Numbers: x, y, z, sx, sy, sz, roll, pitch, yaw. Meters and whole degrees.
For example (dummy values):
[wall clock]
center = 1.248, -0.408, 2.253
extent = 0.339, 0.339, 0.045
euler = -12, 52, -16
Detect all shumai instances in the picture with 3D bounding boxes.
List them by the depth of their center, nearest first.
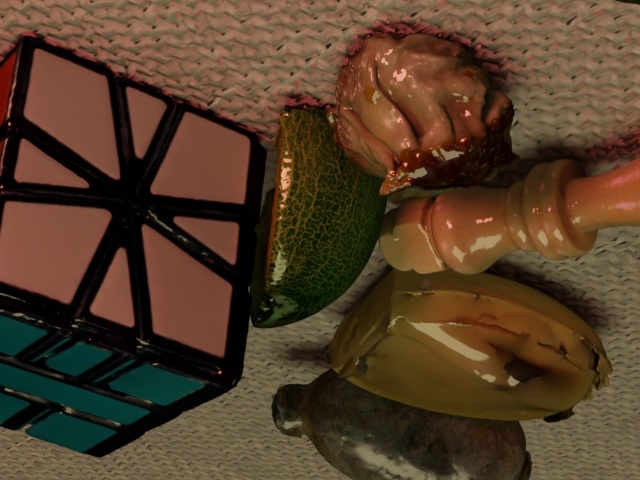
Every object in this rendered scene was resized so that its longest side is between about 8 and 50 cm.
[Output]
[shumai]
center = 0.090, -0.088, 1.592
extent = 0.184, 0.142, 0.184
euler = 4, 149, 2

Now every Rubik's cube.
[Rubik's cube]
center = -0.248, 0.018, 1.705
extent = 0.288, 0.294, 0.283
euler = 25, 149, -28

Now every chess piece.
[chess piece]
center = 0.233, -0.033, 1.709
extent = 0.397, 0.117, 0.117
euler = -11, 148, 34

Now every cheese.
[cheese]
center = 0.185, 0.127, 2.004
extent = 0.315, 0.128, 0.259
euler = 19, 158, -11

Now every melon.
[melon]
center = 0.000, 0.000, 1.744
extent = 0.129, 0.169, 0.265
euler = 8, 153, -7

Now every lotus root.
[lotus root]
center = 0.109, 0.240, 2.166
extent = 0.349, 0.175, 0.175
euler = 17, 150, -13

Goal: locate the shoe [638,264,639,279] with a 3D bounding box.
[shoe]
center = 0.433, -0.005, 1.684
extent = 0.265, 0.095, 0.110
euler = -13, 153, -28

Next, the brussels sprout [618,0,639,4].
[brussels sprout]
center = 0.237, -0.244, 1.281
extent = 0.145, 0.131, 0.183
euler = 28, 140, -26
